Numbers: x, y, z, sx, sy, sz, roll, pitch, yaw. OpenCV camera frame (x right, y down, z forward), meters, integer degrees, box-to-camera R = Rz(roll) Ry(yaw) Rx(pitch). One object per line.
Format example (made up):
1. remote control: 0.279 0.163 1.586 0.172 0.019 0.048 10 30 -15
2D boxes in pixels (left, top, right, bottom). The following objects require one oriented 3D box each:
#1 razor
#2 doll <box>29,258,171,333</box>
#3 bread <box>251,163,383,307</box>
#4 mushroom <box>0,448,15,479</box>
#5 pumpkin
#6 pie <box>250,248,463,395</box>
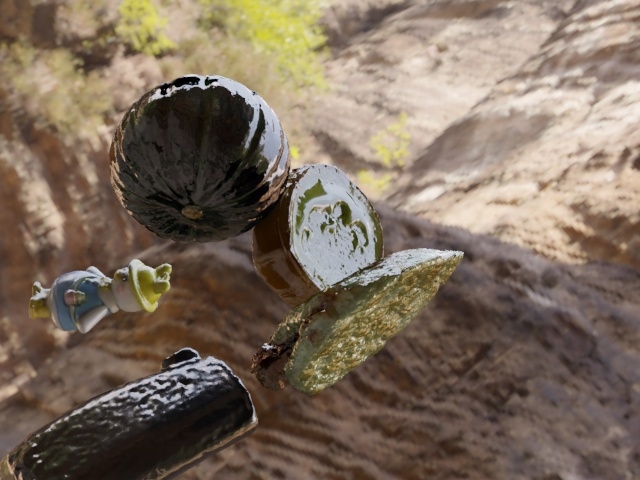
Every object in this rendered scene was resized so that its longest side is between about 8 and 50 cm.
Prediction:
1. razor: -0.258 0.275 1.698 0.189 0.327 0.107 39 -31 46
2. doll: -0.361 0.090 2.050 0.241 0.135 0.098 -14 -85 7
3. bread: 0.000 0.000 1.800 0.070 0.236 0.236 -16 -77 39
4. mushroom: -0.410 0.420 1.859 0.108 0.096 0.246 37 -32 65
5. pumpkin: -0.164 -0.112 1.661 0.216 0.250 0.249 -109 -161 -47
6. pie: 0.054 0.088 1.557 0.105 0.274 0.257 55 -37 10
